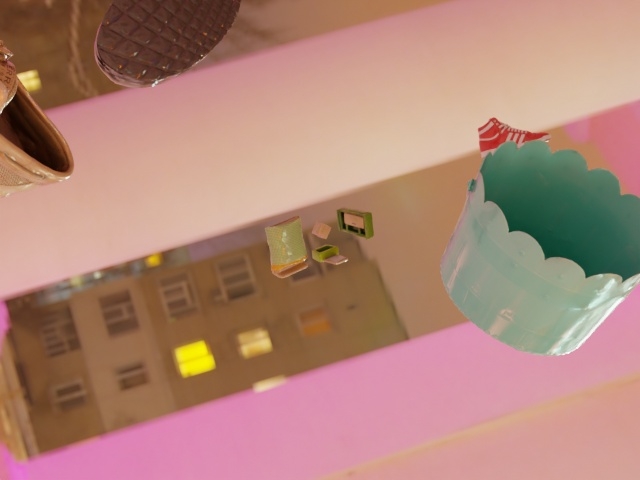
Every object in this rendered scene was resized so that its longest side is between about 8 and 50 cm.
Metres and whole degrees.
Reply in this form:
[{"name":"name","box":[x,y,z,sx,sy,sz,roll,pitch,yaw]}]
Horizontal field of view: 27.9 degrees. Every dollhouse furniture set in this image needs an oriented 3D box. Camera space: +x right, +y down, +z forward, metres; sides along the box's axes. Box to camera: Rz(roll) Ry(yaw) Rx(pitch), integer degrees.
[{"name":"dollhouse furniture set","box":[0.000,0.000,1.781,0.059,0.152,0.076,17,-59,46]}]

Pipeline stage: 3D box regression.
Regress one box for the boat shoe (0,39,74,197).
[{"name":"boat shoe","box":[-0.351,-0.166,1.272,0.341,0.110,0.121,62,27,-56]}]

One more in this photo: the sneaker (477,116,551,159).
[{"name":"sneaker","box":[0.318,-0.179,2.132,0.042,0.119,0.067,16,61,-79]}]

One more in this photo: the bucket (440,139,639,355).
[{"name":"bucket","box":[0.311,0.012,1.795,0.183,0.281,0.281,-63,-142,38]}]

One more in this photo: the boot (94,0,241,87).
[{"name":"boot","box":[-0.169,-0.250,1.481,0.118,0.338,0.223,40,-36,-7]}]
